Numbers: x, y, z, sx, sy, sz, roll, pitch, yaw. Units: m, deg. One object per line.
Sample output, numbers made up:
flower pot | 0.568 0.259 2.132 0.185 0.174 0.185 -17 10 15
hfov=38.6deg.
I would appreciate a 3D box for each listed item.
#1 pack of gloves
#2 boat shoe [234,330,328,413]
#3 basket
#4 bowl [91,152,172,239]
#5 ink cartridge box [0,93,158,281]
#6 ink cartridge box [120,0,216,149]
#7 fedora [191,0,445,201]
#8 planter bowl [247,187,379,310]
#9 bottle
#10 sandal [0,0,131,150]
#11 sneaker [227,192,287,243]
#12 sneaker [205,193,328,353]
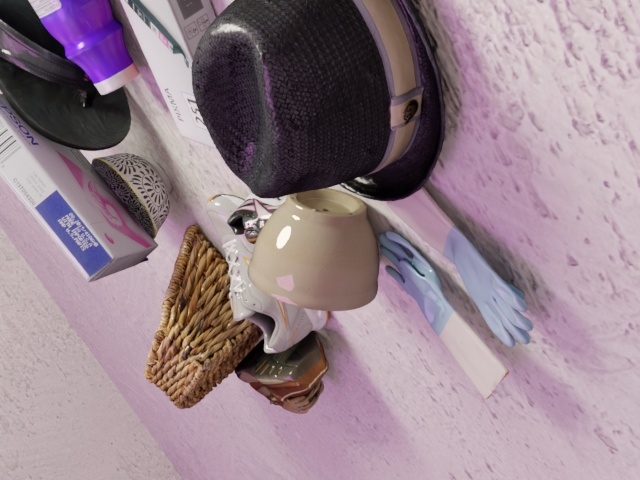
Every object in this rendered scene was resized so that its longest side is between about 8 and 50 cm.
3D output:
pack of gloves | 0.155 0.043 1.027 0.232 0.046 0.195 53 157 22
boat shoe | -0.044 0.225 1.537 0.120 0.122 0.324 48 164 -7
basket | -0.249 0.156 1.654 0.223 0.213 0.299 47 155 7
bowl | -0.309 -0.091 1.572 0.170 0.080 0.170 40 154 24
ink cartridge box | -0.403 -0.092 1.484 0.324 0.071 0.330 50 -173 -1
ink cartridge box | -0.208 -0.259 1.187 0.239 0.060 0.275 23 144 44
fedora | -0.030 -0.149 0.907 0.334 0.152 0.334 41 152 27
planter bowl | 0.000 0.000 1.102 0.162 0.162 0.109 30 118 39
bottle | -0.354 -0.342 1.279 0.118 0.092 0.282 8 132 58
sandal | -0.436 -0.326 1.360 0.107 0.167 0.445 -13 114 57
sneaker | -0.063 -0.018 1.253 0.178 0.077 0.072 10 135 55
sneaker | -0.102 0.053 1.368 0.262 0.121 0.099 54 155 -7
